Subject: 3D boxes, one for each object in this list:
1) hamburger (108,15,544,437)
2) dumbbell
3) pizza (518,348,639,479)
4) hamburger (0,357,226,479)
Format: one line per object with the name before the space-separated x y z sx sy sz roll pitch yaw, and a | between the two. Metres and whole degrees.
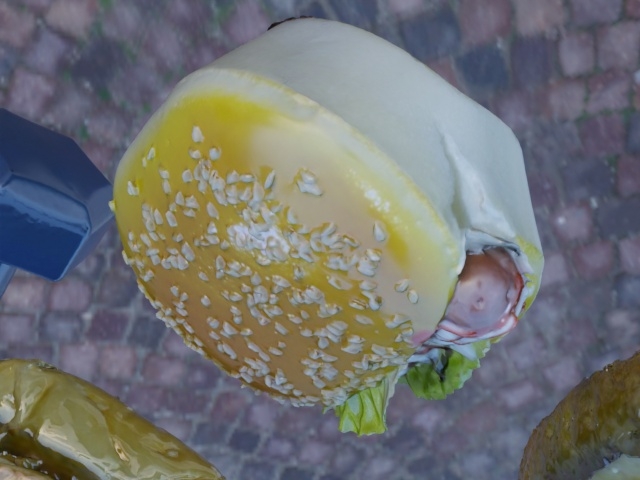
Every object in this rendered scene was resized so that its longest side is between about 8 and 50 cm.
hamburger | 0.000 0.000 0.614 0.173 0.116 0.210 32 157 -10
dumbbell | -0.303 0.051 1.243 0.160 0.144 0.325 23 116 -27
pizza | 0.348 0.132 0.883 0.406 0.130 0.440 15 158 -15
hamburger | -0.183 0.238 1.107 0.319 0.158 0.318 21 138 20
